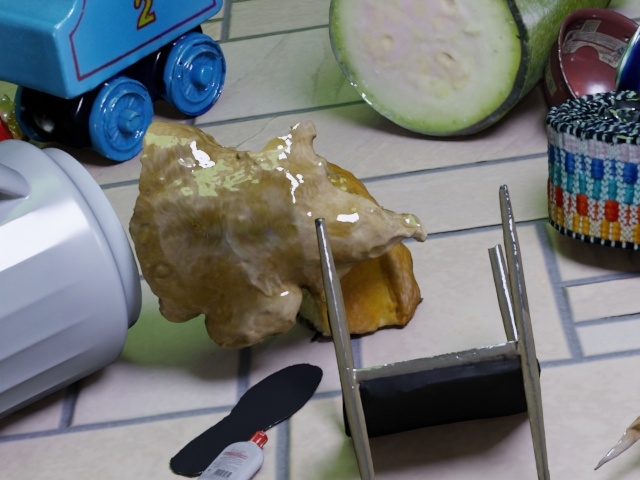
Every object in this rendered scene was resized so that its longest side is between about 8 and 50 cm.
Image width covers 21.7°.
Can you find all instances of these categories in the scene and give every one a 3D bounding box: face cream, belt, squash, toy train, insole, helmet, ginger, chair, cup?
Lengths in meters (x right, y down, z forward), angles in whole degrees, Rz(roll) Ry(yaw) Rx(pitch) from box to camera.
[{"bbox_3d":[-0.071,0.192,1.434,0.040,0.021,0.083,7,32,30],"label":"face cream"},{"bbox_3d":[0.353,-0.071,1.660,0.258,0.150,0.207,4,21,24],"label":"belt"},{"bbox_3d":[0.206,-0.313,2.048,0.263,0.263,0.384,6,30,28],"label":"squash"},{"bbox_3d":[-0.259,-0.262,2.094,0.188,0.265,0.300,16,39,35],"label":"toy train"},{"bbox_3d":[-0.063,0.160,1.509,0.064,0.004,0.188,14,36,39],"label":"insole"},{"bbox_3d":[0.314,-0.164,1.889,0.155,0.106,0.175,5,55,-24],"label":"helmet"},{"bbox_3d":[-0.044,-0.005,1.531,0.270,0.218,0.123,9,7,12],"label":"ginger"},{"bbox_3d":[0.097,0.119,1.387,0.188,0.166,0.272,-9,69,1],"label":"chair"},{"bbox_3d":[-0.350,0.034,1.511,0.327,0.322,0.237,-27,54,-27],"label":"cup"}]

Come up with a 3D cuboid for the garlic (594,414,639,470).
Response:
[{"bbox_3d":[0.329,0.146,1.326,0.198,0.090,0.128,8,44,22],"label":"garlic"}]

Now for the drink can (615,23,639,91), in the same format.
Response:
[{"bbox_3d":[0.424,-0.164,1.779,0.205,0.118,0.118,27,40,15],"label":"drink can"}]

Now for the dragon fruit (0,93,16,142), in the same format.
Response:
[{"bbox_3d":[-0.422,-0.111,2.007,0.137,0.135,0.236,-14,23,1],"label":"dragon fruit"}]

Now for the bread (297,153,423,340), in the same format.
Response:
[{"bbox_3d":[-0.004,-0.010,1.673,0.129,0.134,0.260,-23,30,-21],"label":"bread"}]

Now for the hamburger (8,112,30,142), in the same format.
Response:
[{"bbox_3d":[-0.410,-0.134,2.140,0.076,0.044,0.083,12,32,34],"label":"hamburger"}]
